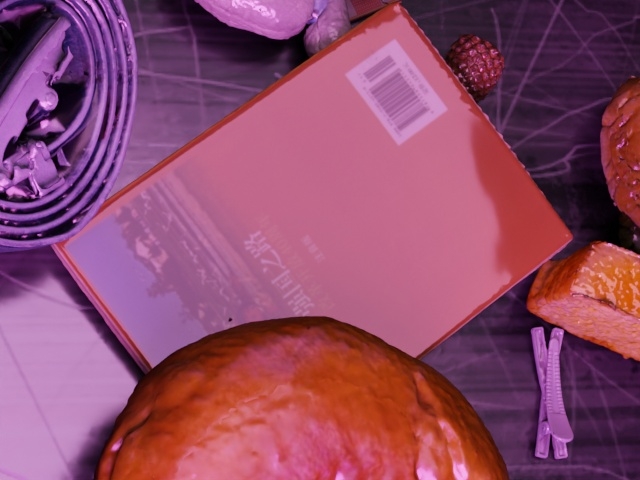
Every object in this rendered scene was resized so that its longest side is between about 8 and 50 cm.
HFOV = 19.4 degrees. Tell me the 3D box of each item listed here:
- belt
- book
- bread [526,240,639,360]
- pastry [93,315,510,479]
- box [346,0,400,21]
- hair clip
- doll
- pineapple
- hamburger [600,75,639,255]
[{"bbox_3d":[-0.244,-0.117,1.474,0.206,0.116,0.268,30,68,-36],"label":"belt"},{"bbox_3d":[0.000,0.000,1.572,0.374,0.028,0.262,-36,90,-18],"label":"book"},{"bbox_3d":[0.277,0.063,1.634,0.187,0.103,0.065,23,65,-6],"label":"bread"},{"bbox_3d":[-0.008,0.226,1.433,0.356,0.164,0.356,3,80,-15],"label":"pastry"},{"bbox_3d":[0.029,-0.222,1.690,0.083,0.012,0.046,-25,81,-23],"label":"box"},{"bbox_3d":[0.203,0.129,1.622,0.030,0.039,0.115,6,68,-23],"label":"hair clip"},{"bbox_3d":[-0.059,-0.231,1.629,0.214,0.071,0.103,29,68,-6],"label":"doll"},{"bbox_3d":[0.113,-0.124,1.667,0.058,0.058,0.124,38,70,-4],"label":"pineapple"},{"bbox_3d":[0.357,-0.065,1.691,0.206,0.130,0.183,3,69,-16],"label":"hamburger"}]
